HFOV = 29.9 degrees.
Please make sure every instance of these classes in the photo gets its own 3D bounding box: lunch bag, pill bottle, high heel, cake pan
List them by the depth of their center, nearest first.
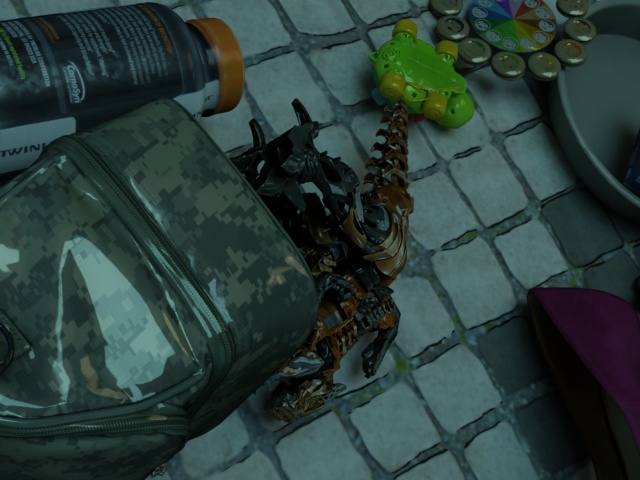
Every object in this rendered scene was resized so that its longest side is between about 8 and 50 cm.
[{"bbox_3d":[-0.185,0.083,0.830,0.256,0.305,0.212,-30,80,-37],"label":"lunch bag"},{"bbox_3d":[-0.189,-0.133,1.026,0.245,0.130,0.130,-15,75,-31],"label":"pill bottle"},{"bbox_3d":[0.248,0.202,1.083,0.181,0.127,0.377,18,42,2],"label":"high heel"},{"bbox_3d":[0.379,-0.139,1.363,0.293,0.054,0.293,11,63,-22],"label":"cake pan"}]

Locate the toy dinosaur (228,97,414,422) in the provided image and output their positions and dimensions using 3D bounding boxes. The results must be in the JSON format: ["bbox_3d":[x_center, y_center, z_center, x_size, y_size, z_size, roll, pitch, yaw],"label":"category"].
[{"bbox_3d":[0.000,0.000,1.080,0.218,0.164,0.322,41,36,-22],"label":"toy dinosaur"}]

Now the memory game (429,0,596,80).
[{"bbox_3d":[0.213,-0.245,1.315,0.186,0.012,0.186,3,55,-5],"label":"memory game"}]

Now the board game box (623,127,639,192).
[{"bbox_3d":[0.433,-0.068,1.302,0.201,0.035,0.136,32,57,-10],"label":"board game box"}]

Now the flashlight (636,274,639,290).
[{"bbox_3d":[0.476,0.118,1.272,0.304,0.103,0.103,41,100,-9],"label":"flashlight"}]

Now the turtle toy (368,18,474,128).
[{"bbox_3d":[0.104,-0.158,1.225,0.130,0.066,0.095,25,58,-15],"label":"turtle toy"}]
